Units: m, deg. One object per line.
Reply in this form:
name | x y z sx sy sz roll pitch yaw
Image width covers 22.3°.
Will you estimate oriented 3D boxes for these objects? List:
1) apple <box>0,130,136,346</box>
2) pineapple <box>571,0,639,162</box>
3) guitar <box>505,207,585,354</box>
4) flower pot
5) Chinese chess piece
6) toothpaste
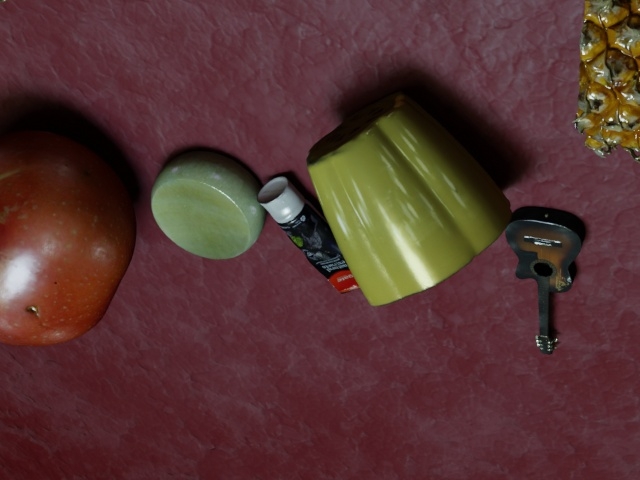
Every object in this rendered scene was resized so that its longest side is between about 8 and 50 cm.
apple | -0.348 0.001 1.978 0.216 0.260 0.260 22 145 -34
pineapple | 0.293 -0.162 1.589 0.079 0.135 0.233 7 134 19
guitar | 0.264 0.054 1.904 0.088 0.025 0.233 9 137 18
flower pot | 0.084 -0.053 1.773 0.195 0.195 0.179 -24 108 41
Chinese chess piece | -0.135 -0.043 1.976 0.144 0.058 0.144 14 136 14
toothpaste | 0.000 0.000 1.968 0.071 0.045 0.193 -14 132 36
